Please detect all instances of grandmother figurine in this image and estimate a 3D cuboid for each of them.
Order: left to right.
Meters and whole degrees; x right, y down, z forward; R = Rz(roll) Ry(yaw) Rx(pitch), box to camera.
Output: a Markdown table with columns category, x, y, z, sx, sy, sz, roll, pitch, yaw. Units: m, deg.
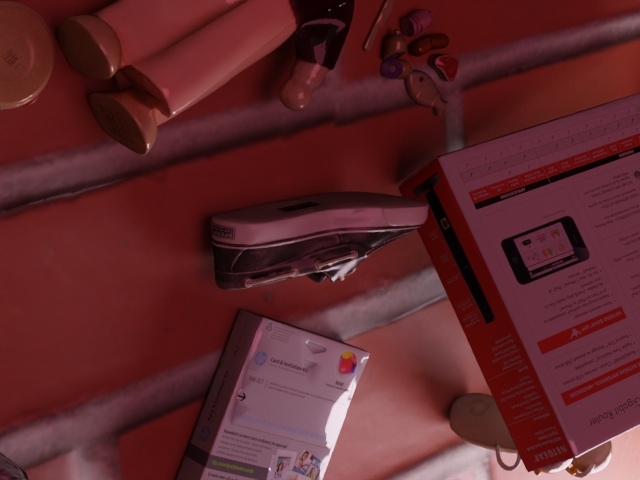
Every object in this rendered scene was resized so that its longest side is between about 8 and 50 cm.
| category | x | y | z | sx | sy | sz | roll | pitch | yaw |
| --- | --- | --- | --- | --- | --- | --- | --- | --- | --- |
| grandmother figurine | -0.039 | -0.201 | 1.121 | 0.342 | 0.104 | 0.207 | -38 | 133 | -23 |

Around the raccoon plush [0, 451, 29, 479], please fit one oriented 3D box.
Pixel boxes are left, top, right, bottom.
| category | x | y | z | sx | sy | sz | roll | pitch | yaw |
| --- | --- | --- | --- | --- | --- | --- | --- | --- | --- |
| raccoon plush | -0.385 | 0.243 | 0.948 | 0.446 | 0.216 | 0.299 | 36 | 92 | -11 |

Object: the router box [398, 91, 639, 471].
| category | x | y | z | sx | sy | sz | roll | pitch | yaw |
| --- | --- | --- | --- | --- | --- | --- | --- | --- | --- |
| router box | 0.282 | 0.024 | 1.350 | 0.336 | 0.082 | 0.301 | -18 | 80 | -30 |

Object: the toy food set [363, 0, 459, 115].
| category | x | y | z | sx | sy | sz | roll | pitch | yaw |
| --- | --- | --- | --- | --- | --- | --- | --- | --- | --- |
| toy food set | 0.095 | -0.175 | 1.293 | 0.122 | 0.019 | 0.078 | 30 | 82 | -41 |

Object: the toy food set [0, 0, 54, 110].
| category | x | y | z | sx | sy | sz | roll | pitch | yaw |
| --- | --- | --- | --- | --- | --- | --- | --- | --- | --- |
| toy food set | -0.234 | -0.136 | 1.022 | 0.083 | 0.020 | 0.083 | 35 | 78 | -41 |

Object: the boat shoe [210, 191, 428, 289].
| category | x | y | z | sx | sy | sz | roll | pitch | yaw |
| --- | --- | --- | --- | --- | --- | --- | --- | --- | --- |
| boat shoe | 0.000 | 0.000 | 1.229 | 0.219 | 0.078 | 0.070 | -9 | 107 | -30 |

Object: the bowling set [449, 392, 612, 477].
| category | x | y | z | sx | sy | sz | roll | pitch | yaw |
| --- | --- | --- | --- | --- | --- | --- | --- | --- | --- |
| bowling set | 0.295 | 0.169 | 1.471 | 0.287 | 0.154 | 0.200 | -49 | 128 | -18 |

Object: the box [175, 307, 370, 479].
| category | x | y | z | sx | sy | sz | roll | pitch | yaw |
| --- | --- | --- | --- | --- | --- | --- | --- | --- | --- |
| box | -0.044 | 0.169 | 1.259 | 0.145 | 0.038 | 0.186 | 21 | 89 | -42 |
